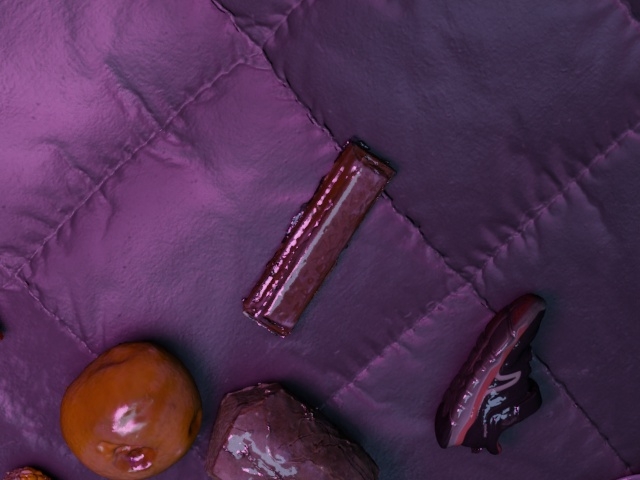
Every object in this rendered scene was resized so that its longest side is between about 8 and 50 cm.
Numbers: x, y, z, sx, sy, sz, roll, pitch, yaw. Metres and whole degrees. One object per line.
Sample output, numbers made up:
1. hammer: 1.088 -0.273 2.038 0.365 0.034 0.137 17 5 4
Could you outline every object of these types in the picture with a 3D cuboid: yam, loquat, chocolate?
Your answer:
1. yam: -0.051 0.348 1.487 0.271 0.202 0.202 35 73 -12
2. loquat: -0.280 0.255 1.430 0.213 0.213 0.213 -2 102 -8
3. chocolate: -0.002 -0.001 1.478 0.102 0.065 0.329 32 94 -13

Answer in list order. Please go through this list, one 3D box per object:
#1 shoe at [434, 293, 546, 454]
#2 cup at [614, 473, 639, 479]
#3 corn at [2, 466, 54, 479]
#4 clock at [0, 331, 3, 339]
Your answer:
1. shoe: 0.300 0.227 1.544 0.137 0.114 0.291 27 100 -8
2. cup: 0.574 0.577 1.614 0.205 0.205 0.312 -30 105 -1
3. corn: -0.389 0.476 1.506 0.102 0.102 0.313 -32 102 -1
4. clock: -0.556 0.102 1.421 0.113 0.061 0.155 -27 101 -2
